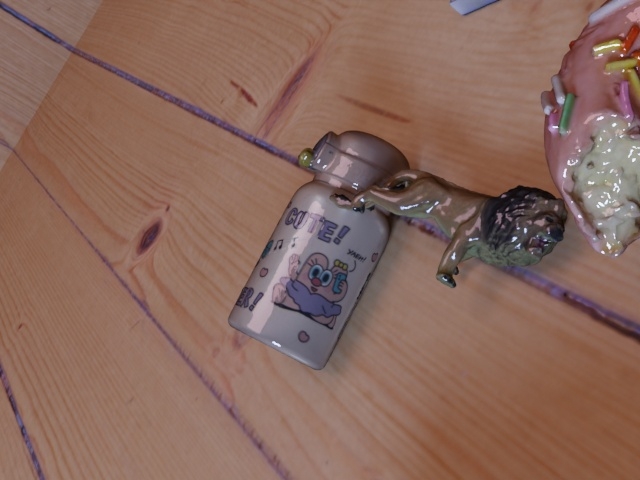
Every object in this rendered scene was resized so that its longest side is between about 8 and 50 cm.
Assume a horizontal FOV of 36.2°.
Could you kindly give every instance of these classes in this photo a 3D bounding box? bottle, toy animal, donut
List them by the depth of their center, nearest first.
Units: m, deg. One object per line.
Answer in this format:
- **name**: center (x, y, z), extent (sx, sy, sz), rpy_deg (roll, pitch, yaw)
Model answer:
- **donut**: center (0.225, -0.104, 0.545), extent (0.233, 0.085, 0.199), rpy_deg (-23, 42, 45)
- **toy animal**: center (0.093, -0.009, 0.764), extent (0.220, 0.069, 0.086), rpy_deg (13, 89, 35)
- **bottle**: center (0.000, 0.000, 0.871), extent (0.209, 0.110, 0.097), rpy_deg (-63, 17, -7)

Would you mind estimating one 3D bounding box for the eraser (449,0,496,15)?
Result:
- **eraser**: center (0.183, -0.299, 0.949), extent (0.104, 0.023, 0.150), rpy_deg (-14, 53, 50)
